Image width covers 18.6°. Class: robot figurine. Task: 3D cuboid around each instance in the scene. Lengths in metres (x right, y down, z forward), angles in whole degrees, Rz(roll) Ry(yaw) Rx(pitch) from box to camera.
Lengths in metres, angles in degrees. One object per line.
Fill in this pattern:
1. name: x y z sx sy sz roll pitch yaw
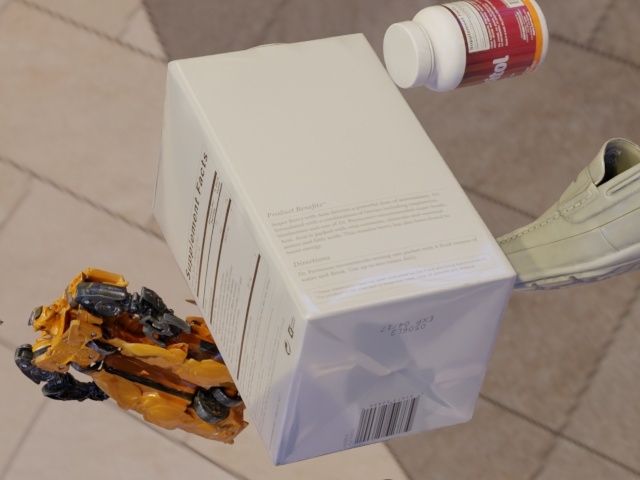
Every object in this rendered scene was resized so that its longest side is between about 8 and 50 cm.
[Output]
1. robot figurine: -0.181 0.122 2.098 0.211 0.291 0.085 -43 33 39

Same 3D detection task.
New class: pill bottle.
1. pill bottle: 0.142 -0.194 1.927 0.152 0.086 0.086 -13 51 -27

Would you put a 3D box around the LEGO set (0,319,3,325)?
1. LEGO set: -0.373 -0.009 1.462 0.192 0.255 0.331 -27 76 -4

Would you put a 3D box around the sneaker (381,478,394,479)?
1. sneaker: 0.041 0.279 1.584 0.178 0.295 0.123 -30 98 -19

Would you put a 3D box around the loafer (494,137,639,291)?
1. loafer: 0.262 -0.031 1.670 0.319 0.112 0.111 -20 80 36

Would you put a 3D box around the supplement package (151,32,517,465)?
1. supplement package: 0.000 0.000 1.544 0.178 0.175 0.293 -11 48 -21
